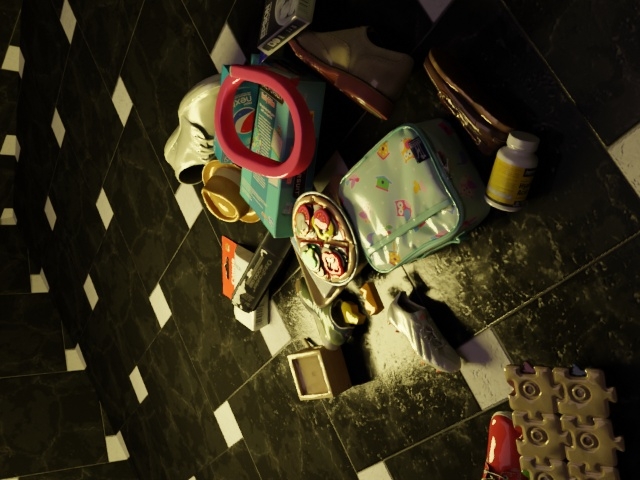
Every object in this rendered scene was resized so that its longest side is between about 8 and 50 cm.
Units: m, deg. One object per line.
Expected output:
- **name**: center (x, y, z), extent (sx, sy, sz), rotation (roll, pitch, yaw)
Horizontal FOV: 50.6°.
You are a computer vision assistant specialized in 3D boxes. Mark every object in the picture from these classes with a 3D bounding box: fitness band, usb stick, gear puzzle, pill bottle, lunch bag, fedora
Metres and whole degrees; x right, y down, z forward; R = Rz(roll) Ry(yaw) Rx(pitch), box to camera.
- **fitness band**: center (-0.117, -0.236, 1.342), extent (0.291, 0.054, 0.209), rotation (26, 120, 41)
- **usb stick**: center (-0.140, 0.067, 1.668), extent (0.077, 0.045, 0.278), rotation (34, 120, 5)
- **gear puzzle**: center (0.408, 0.355, 1.093), extent (0.175, 0.044, 0.339), rotation (-6, 99, 37)
- **pill bottle**: center (0.304, -0.110, 1.065), extent (0.065, 0.065, 0.116), rotation (38, 130, 40)
- **lunch bag**: center (0.163, -0.073, 1.224), extent (0.279, 0.108, 0.224), rotation (-38, 71, 51)
- **fedora**: center (-0.234, -0.108, 1.702), extent (0.194, 0.079, 0.194), rotation (22, 137, 22)

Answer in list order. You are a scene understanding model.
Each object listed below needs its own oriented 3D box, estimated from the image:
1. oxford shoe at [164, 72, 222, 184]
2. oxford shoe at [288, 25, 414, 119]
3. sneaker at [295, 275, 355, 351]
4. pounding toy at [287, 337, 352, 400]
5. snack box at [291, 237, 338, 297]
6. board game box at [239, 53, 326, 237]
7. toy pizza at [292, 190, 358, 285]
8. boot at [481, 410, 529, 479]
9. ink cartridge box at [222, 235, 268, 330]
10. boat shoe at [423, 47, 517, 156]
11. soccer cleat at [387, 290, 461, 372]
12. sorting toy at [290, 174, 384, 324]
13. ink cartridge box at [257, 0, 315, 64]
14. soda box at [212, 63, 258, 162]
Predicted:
- **oxford shoe**: center (-0.281, -0.271, 1.697), extent (0.449, 0.169, 0.130), rotation (-42, 68, 57)
- **oxford shoe**: center (0.058, -0.353, 1.298), extent (0.130, 0.123, 0.348), rotation (-53, 49, 10)
- **sneaker**: center (0.018, 0.148, 1.534), extent (0.086, 0.064, 0.192), rotation (-44, 60, 33)
- **pounding toy**: center (-0.006, 0.296, 1.594), extent (0.141, 0.100, 0.130), rotation (-18, 87, 43)
- **snack box**: center (-0.009, 0.038, 1.464), extent (0.178, 0.022, 0.064), rotation (58, 133, 36)
- **board game box**: center (-0.090, -0.211, 1.480), extent (0.254, 0.079, 0.336), rotation (-132, 45, -54)
- **toy pizza**: center (0.000, 0.000, 1.357), extent (0.201, 0.032, 0.201), rotation (31, 132, 41)
- **boot**: center (0.294, 0.429, 1.162), extent (0.088, 0.176, 0.244), rotation (3, 102, 54)
- **ink cartridge box**: center (-0.224, 0.112, 1.837), extent (0.232, 0.066, 0.189), rotation (24, 120, 42)
- **boat shoe**: center (0.232, -0.228, 1.114), extent (0.207, 0.073, 0.073), rotation (57, 137, 24)
- **soccer cleat**: center (0.198, 0.176, 1.299), extent (0.196, 0.068, 0.076), rotation (44, 130, 39)
- **sorting toy**: center (0.043, 0.045, 1.449), extent (0.229, 0.041, 0.307), rotation (-48, 53, 44)
- **ink cartridge box**: center (-0.074, -0.490, 1.378), extent (0.208, 0.045, 0.206), rotation (-19, 57, 54)
- **soda box**: center (-0.190, -0.280, 1.511), extent (0.071, 0.067, 0.210), rotation (-124, 38, -48)
